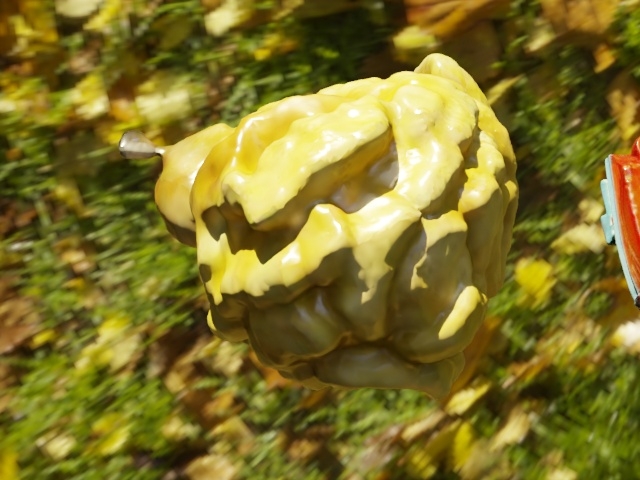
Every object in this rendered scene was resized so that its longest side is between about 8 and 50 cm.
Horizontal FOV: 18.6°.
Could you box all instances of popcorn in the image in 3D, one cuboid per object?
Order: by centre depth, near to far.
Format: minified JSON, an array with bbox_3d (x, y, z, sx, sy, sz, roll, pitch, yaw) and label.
[{"bbox_3d":[0.018,-0.003,0.839,0.163,0.194,0.140,-11,97,-22],"label":"popcorn"}]

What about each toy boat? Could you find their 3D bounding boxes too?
[{"bbox_3d":[0.265,0.004,1.548,0.069,0.059,0.173,-2,62,-21],"label":"toy boat"}]
